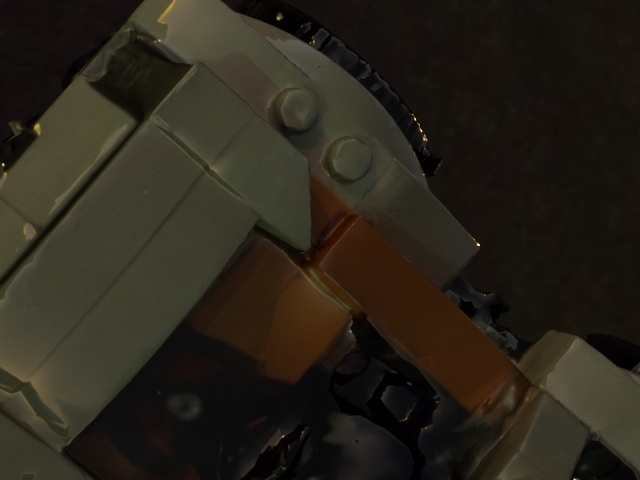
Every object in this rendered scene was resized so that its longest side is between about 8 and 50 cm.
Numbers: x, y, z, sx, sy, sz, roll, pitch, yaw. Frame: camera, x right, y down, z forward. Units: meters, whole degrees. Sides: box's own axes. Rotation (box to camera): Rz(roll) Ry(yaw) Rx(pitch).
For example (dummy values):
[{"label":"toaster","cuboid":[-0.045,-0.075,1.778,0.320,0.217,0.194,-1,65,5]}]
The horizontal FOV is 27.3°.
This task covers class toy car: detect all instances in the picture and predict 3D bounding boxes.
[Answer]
[{"label":"toy car","cuboid":[0.015,0.072,0.375,0.301,0.118,0.193,43,82,-9]}]
